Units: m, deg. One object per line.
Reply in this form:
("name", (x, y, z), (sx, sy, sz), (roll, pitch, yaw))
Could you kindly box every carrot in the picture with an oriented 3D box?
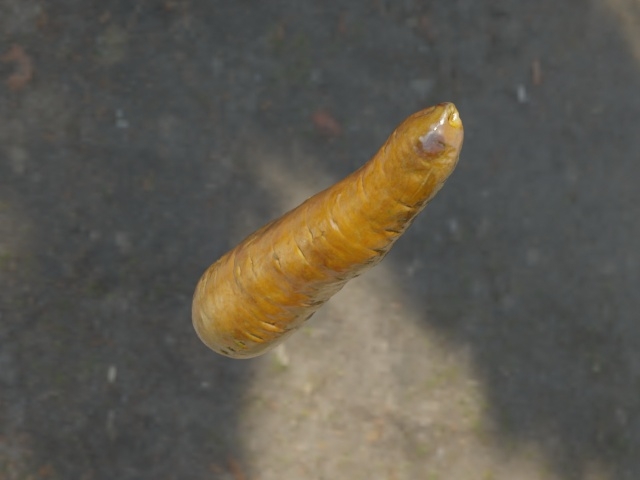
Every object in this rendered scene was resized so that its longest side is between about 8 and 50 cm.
("carrot", (0.000, 0.000, 0.665), (0.047, 0.191, 0.047), (13, 61, -25))
